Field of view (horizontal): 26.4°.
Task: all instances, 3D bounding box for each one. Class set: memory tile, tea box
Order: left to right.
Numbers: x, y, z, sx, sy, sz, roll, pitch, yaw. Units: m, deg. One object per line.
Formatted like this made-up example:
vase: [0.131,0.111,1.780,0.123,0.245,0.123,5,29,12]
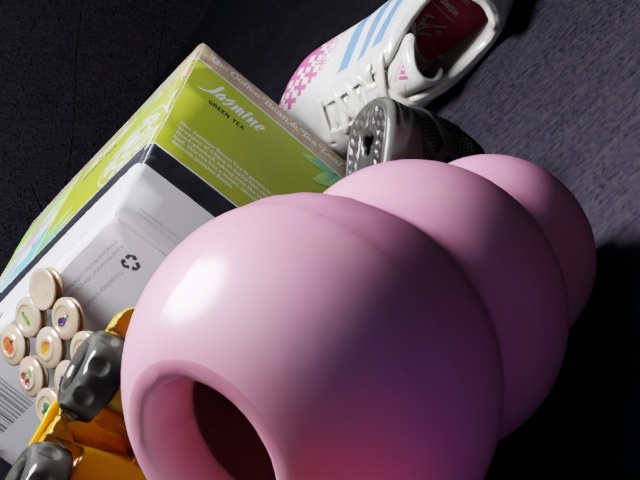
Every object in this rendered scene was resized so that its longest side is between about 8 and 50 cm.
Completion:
memory tile: [-0.223,0.106,1.161,0.012,0.148,0.113,-4,-41,-47]
tea box: [-0.169,0.039,1.366,0.329,0.220,0.323,-41,18,31]

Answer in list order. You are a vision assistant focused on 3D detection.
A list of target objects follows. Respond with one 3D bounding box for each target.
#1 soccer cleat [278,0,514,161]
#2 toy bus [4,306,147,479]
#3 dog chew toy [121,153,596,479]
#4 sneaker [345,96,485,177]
soccer cleat: [0.060,-0.168,1.392,0.331,0.116,0.143,-42,17,26]
toy bus: [-0.162,0.171,1.044,0.220,0.149,0.211,-65,19,-14]
dog chew toy: [0.046,0.046,0.780,0.332,0.206,0.207,-31,-2,-44]
sneaker: [0.078,0.015,1.030,0.087,0.130,0.227,-6,75,61]
